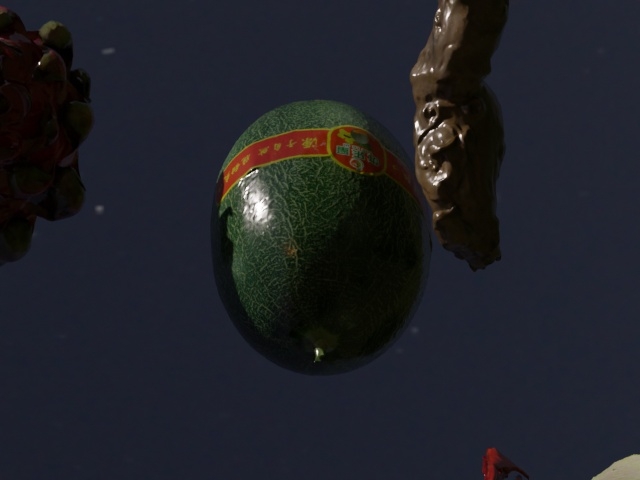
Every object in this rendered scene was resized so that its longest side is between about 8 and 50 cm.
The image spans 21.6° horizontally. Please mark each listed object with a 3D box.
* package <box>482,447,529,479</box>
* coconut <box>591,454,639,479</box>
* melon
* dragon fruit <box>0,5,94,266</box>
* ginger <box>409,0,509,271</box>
[{"bbox_3d":[-0.005,0.292,0.812,0.123,0.423,0.196,39,-152,7],"label":"package"},{"bbox_3d":[0.307,0.344,1.487,0.281,0.328,0.328,37,-120,-30],"label":"coconut"},{"bbox_3d":[0.000,0.000,1.345,0.182,0.182,0.287,51,-159,-35],"label":"melon"},{"bbox_3d":[-0.297,-0.071,1.417,0.198,0.218,0.272,-65,-8,-65],"label":"dragon fruit"},{"bbox_3d":[0.115,-0.125,1.298,0.122,0.084,0.290,19,-112,-58],"label":"ginger"}]
